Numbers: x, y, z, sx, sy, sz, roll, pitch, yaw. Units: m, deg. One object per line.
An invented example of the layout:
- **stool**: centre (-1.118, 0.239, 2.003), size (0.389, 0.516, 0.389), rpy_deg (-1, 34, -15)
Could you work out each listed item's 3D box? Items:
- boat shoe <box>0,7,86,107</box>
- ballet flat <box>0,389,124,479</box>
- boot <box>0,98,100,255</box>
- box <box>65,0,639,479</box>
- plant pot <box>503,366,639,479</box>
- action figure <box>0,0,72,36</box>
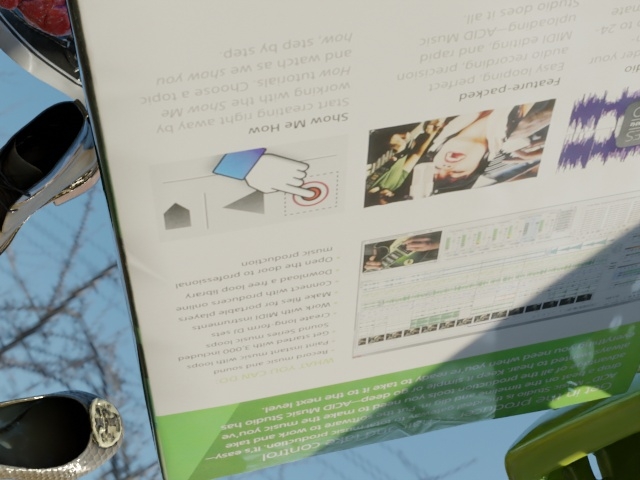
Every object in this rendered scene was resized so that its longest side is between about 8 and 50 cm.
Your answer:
- **boat shoe**: centre (-0.310, -0.245, 1.534), size (0.306, 0.113, 0.105), rpy_deg (37, -72, -16)
- **ballet flat**: centre (-0.262, 0.167, 0.991), size (0.058, 0.250, 0.084), rpy_deg (-32, -114, 34)
- **boot**: centre (-0.283, -0.045, 0.986), size (0.082, 0.219, 0.106), rpy_deg (46, -24, 10)
- **box**: centre (0.036, -0.021, 0.431), size (0.322, 0.232, 0.058), rpy_deg (92, -15, -51)
- **plant pot**: centre (0.269, 0.141, 0.646), size (0.227, 0.207, 0.228), rpy_deg (-28, -88, 27)
- **action figure**: centre (-0.199, -0.263, 1.184), size (0.091, 0.280, 0.139), rpy_deg (28, -70, 48)
